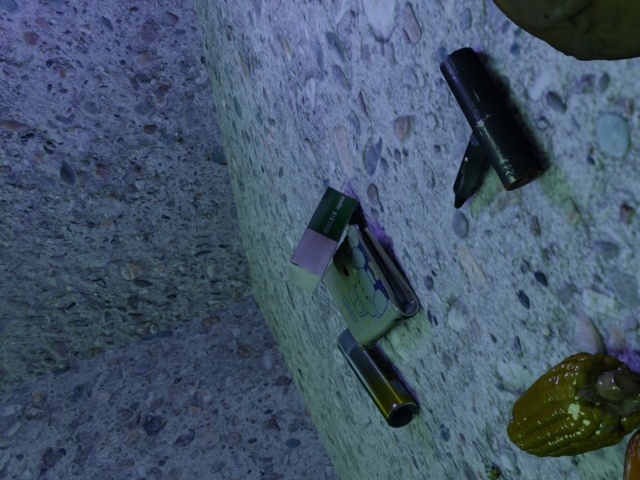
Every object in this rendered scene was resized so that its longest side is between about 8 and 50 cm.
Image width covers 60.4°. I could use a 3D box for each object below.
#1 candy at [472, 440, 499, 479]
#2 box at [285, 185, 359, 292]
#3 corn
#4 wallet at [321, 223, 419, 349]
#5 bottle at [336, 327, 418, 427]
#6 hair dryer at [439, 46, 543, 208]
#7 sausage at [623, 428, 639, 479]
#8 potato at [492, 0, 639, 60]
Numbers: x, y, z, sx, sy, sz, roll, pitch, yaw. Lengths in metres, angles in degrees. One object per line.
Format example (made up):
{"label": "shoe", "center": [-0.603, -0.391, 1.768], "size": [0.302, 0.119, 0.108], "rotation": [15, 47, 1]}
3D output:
{"label": "candy", "center": [0.293, 0.392, 0.986], "size": [0.023, 0.025, 0.083], "rotation": [-54, 31, 18]}
{"label": "box", "center": [0.000, 0.000, 1.195], "size": [0.081, 0.199, 0.135], "rotation": [27, 160, 2]}
{"label": "corn", "center": [0.284, 0.196, 0.634], "size": [0.261, 0.097, 0.097], "rotation": [94, 152, -62]}
{"label": "wallet", "center": [0.100, 0.107, 1.200], "size": [0.223, 0.077, 0.309], "rotation": [64, 161, 17]}
{"label": "bottle", "center": [0.132, 0.326, 1.348], "size": [0.286, 0.082, 0.082], "rotation": [-128, 24, -52]}
{"label": "hair dryer", "center": [0.185, -0.116, 0.693], "size": [0.195, 0.050, 0.173], "rotation": [106, 145, -70]}
{"label": "sausage", "center": [0.361, 0.335, 0.606], "size": [0.053, 0.053, 0.347], "rotation": [-138, 32, -61]}
{"label": "potato", "center": [0.167, -0.238, 0.315], "size": [0.266, 0.229, 0.229], "rotation": [70, 166, -14]}
